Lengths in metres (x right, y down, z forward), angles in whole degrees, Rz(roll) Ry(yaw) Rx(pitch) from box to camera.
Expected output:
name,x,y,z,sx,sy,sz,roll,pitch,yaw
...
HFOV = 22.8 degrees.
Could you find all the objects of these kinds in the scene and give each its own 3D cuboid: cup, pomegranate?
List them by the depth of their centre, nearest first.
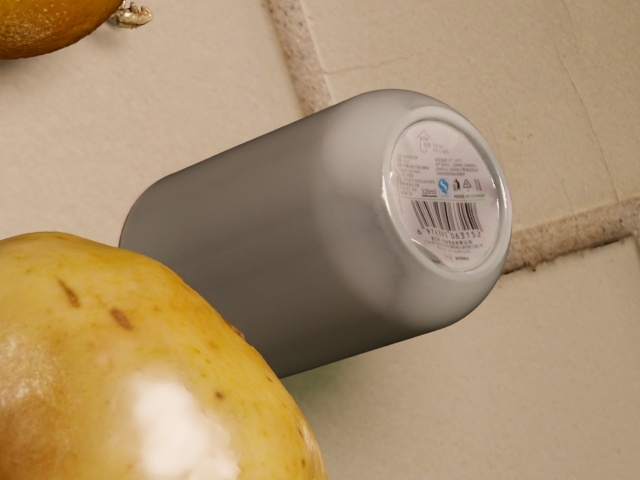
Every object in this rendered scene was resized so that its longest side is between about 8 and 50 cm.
name,x,y,z,sx,sy,sz,roll,pitch,yaw
pomegranate,-0.158,0.163,0.967,0.332,0.332,0.333,17,64,-40
cup,0.000,0.000,1.320,0.205,0.312,0.205,16,66,-38

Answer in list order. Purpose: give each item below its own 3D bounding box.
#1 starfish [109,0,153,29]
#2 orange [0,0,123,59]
name,x,y,z,sx,sy,sz,roll,pitch,yaw
starfish,-0.200,-0.281,1.354,0.053,0.150,0.210,-33,126,-40
orange,-0.238,-0.253,1.228,0.236,0.236,0.236,17,64,-40
